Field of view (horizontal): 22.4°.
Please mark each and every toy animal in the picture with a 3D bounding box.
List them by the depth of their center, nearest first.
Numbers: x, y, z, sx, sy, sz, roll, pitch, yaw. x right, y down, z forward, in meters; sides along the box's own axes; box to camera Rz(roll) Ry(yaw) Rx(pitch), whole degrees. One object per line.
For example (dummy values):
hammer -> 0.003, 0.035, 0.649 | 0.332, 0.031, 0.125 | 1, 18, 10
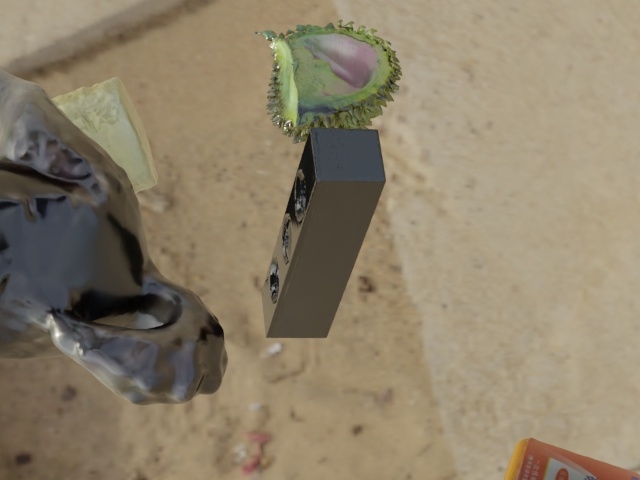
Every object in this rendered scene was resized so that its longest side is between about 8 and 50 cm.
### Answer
toy animal -> -0.242, 0.022, 0.957 | 0.302, 0.344, 0.194 | 39, 125, 32

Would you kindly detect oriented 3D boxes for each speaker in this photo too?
speaker -> 0.000, 0.000, 1.029 | 0.191, 0.046, 0.040 | 108, 159, -55

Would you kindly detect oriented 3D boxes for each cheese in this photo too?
cheese -> -0.260, -0.087, 1.641 | 0.167, 0.094, 0.123 | -17, 108, 3

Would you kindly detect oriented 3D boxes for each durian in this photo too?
durian -> 0.010, -0.151, 1.627 | 0.221, 0.137, 0.095 | -107, 16, -52

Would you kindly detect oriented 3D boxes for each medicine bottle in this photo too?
medicine bottle -> 0.292, 0.320, 1.721 | 0.222, 0.149, 0.112 | 17, 134, 8
